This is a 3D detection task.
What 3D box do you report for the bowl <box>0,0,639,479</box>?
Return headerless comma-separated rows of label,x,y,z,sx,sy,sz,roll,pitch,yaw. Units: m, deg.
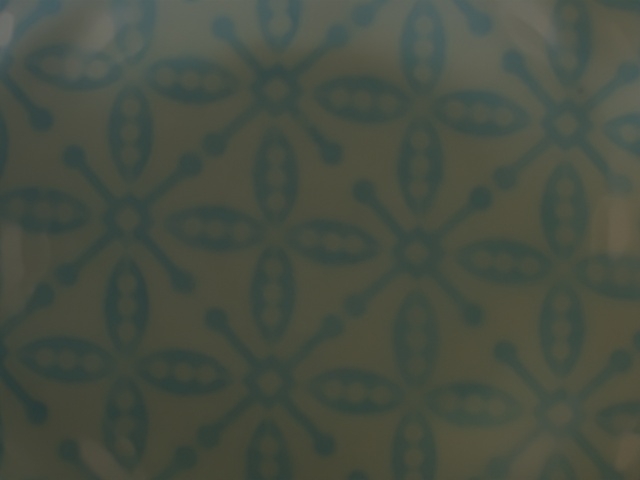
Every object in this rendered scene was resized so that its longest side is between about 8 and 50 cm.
bowl,0.000,0.000,0.384,0.289,0.290,0.156,6,179,0
